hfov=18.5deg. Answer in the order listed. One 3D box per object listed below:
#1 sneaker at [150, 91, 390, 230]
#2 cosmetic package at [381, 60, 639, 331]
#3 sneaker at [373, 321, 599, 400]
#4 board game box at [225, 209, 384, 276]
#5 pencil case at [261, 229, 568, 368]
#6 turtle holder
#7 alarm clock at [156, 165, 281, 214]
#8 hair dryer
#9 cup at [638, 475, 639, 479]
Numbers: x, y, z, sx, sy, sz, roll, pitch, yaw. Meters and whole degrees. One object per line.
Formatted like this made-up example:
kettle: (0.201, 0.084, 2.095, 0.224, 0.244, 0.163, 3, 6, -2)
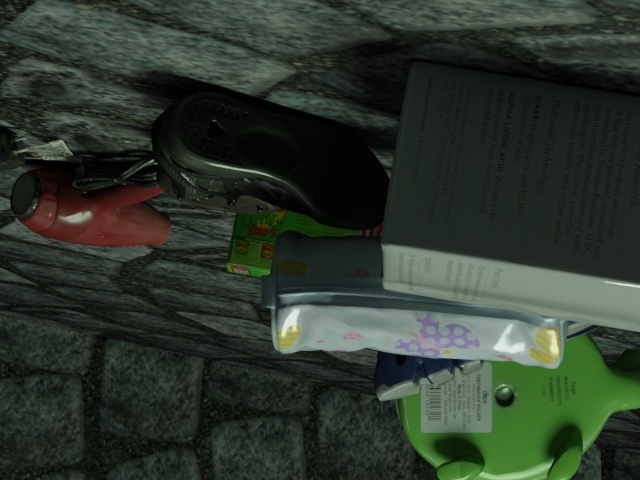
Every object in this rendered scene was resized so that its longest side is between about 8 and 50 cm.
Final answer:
sneaker: (-0.050, -0.068, 1.751, 0.228, 0.087, 0.130, 17, 171, -25)
cosmetic package: (0.245, -0.017, 1.560, 0.385, 0.156, 0.217, 8, 170, 2)
sneaker: (0.175, 0.022, 1.921, 0.316, 0.182, 0.127, -20, 171, -2)
board game box: (0.000, 0.000, 2.036, 0.181, 0.092, 0.043, 9, 169, 3)
pencil case: (0.088, 0.052, 1.735, 0.273, 0.113, 0.124, 3, -166, 9)
turtle holder: (0.250, 0.165, 2.436, 0.320, 0.243, 0.227, -30, -177, 3)
alarm clock: (-0.089, -0.059, 1.901, 0.129, 0.064, 0.192, 8, 173, 9)
hair dryer: (-0.222, -0.038, 2.073, 0.224, 0.080, 0.293, 7, 170, 10)
cup: (0.587, 0.280, 2.599, 0.331, 0.237, 0.331, 9, 169, 2)
